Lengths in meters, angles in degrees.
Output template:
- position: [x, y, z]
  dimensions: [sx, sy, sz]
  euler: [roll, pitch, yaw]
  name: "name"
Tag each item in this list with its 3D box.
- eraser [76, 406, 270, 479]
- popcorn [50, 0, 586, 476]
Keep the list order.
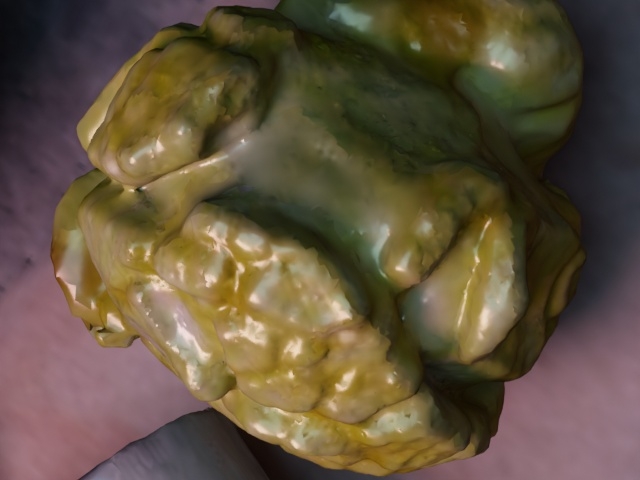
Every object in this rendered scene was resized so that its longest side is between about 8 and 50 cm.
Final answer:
- position: [-0.033, 0.189, 0.531]
  dimensions: [0.174, 0.081, 0.227]
  euler: [-39, 80, 20]
  name: "eraser"
- position: [0.000, 0.000, 0.474]
  dimensions: [0.162, 0.141, 0.135]
  euler: [-22, 99, 14]
  name: "popcorn"
